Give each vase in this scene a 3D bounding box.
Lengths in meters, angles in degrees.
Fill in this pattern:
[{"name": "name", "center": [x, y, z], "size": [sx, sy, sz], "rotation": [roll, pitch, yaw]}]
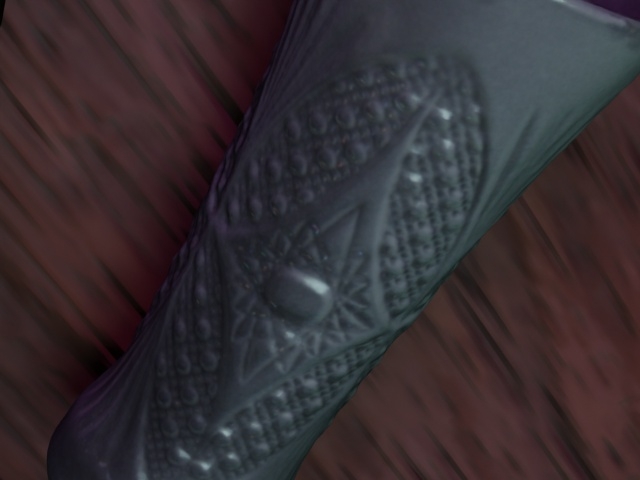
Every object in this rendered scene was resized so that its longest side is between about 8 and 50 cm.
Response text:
[{"name": "vase", "center": [0.000, 0.000, 0.479], "size": [0.096, 0.096, 0.219], "rotation": [22, 118, -22]}]

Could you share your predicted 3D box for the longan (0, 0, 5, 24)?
[{"name": "longan", "center": [-0.214, -0.053, 0.299], "size": [0.288, 0.288, 0.350], "rotation": [36, 114, -28]}]
